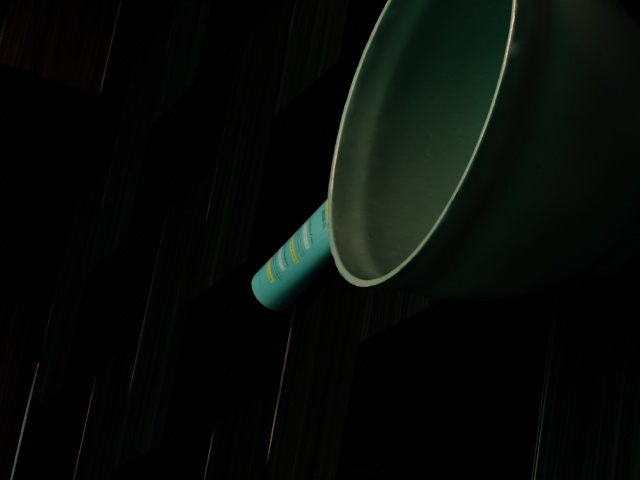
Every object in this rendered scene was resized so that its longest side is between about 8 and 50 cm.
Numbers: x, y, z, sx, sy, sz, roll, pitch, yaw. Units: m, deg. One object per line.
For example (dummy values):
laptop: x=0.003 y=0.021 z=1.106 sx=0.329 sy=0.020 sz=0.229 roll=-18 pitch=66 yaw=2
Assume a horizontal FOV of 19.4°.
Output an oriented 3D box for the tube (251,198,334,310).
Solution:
tube: x=0.000 y=0.000 z=2.021 sx=0.207 sy=0.052 sz=0.080 roll=-47 pitch=41 yaw=39

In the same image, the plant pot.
plant pot: x=0.156 y=-0.080 z=1.427 sx=0.293 sy=0.196 sz=0.293 roll=-163 pitch=90 yaw=-71
